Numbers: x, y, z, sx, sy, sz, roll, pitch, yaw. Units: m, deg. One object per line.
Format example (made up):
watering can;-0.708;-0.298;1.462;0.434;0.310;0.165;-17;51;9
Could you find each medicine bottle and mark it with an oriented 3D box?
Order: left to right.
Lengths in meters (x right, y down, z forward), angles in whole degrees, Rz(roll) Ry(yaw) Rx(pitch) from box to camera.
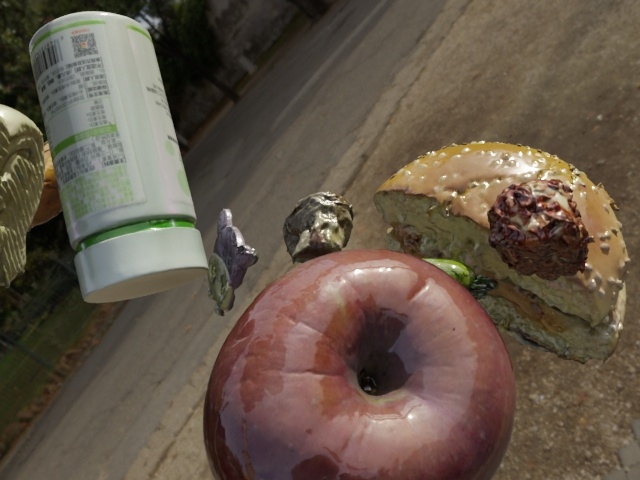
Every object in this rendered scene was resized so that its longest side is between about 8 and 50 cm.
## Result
medicine bottle;-0.140;-0.056;0.435;0.086;0.184;0.086;-15;-9;-2

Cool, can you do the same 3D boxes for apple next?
apple;0.035;0.160;0.619;0.306;0.305;0.235;-58;-6;-27

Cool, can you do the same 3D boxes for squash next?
squash;0.093;0.062;0.916;0.080;0.318;0.071;90;177;-71

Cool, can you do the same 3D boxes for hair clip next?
hair clip;-0.154;0.037;1.038;0.187;0.056;0.146;-115;42;-63

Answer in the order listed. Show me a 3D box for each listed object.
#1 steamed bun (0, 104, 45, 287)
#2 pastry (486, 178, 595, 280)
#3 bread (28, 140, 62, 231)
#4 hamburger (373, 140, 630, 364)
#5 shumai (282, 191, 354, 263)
steamed bun;-0.525;-0.070;0.867;0.268;0.207;0.281;168;111;-84
pastry;0.258;-0.012;0.739;0.115;0.208;0.097;-9;73;22
bread;-0.660;-0.143;1.527;0.241;0.106;0.136;-55;-27;-39
hamburger;0.314;-0.031;1.034;0.445;0.268;0.287;24;60;41
shumai;0.000;0.000;1.490;0.176;0.166;0.206;-99;22;-55
